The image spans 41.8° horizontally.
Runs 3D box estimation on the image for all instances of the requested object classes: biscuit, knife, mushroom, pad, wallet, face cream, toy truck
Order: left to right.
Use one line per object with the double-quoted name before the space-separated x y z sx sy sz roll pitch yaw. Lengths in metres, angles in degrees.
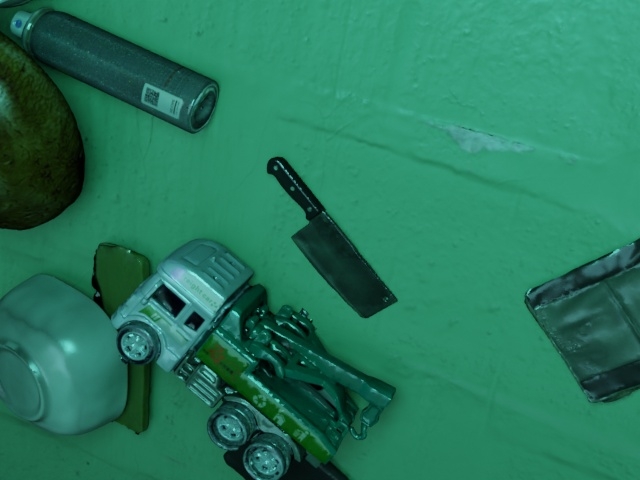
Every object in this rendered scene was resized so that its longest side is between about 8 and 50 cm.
"mushroom" -0.455 -0.147 1.085 0.239 0.345 0.345 -44 91 -6
"face cream" -0.266 -0.223 1.063 0.284 0.073 0.073 26 121 11
"biscuit" -0.297 0.147 1.266 0.099 0.038 0.322 17 118 21
"toy truck" -0.090 0.156 1.115 0.363 0.176 0.178 37 113 3
"wallet" -0.009 0.387 1.259 0.285 0.030 0.146 45 119 -2
"knife" 0.000 0.000 1.083 0.072 0.019 0.245 -33 99 33
"pad" 0.372 0.081 0.958 0.233 0.022 0.174 -33 96 30

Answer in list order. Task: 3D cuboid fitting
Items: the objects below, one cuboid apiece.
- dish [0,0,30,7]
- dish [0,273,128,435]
"dish" -0.373 -0.353 1.023 0.246 0.224 0.078 -15 153 2
"dish" -0.413 0.187 1.262 0.256 0.117 0.256 16 119 31
